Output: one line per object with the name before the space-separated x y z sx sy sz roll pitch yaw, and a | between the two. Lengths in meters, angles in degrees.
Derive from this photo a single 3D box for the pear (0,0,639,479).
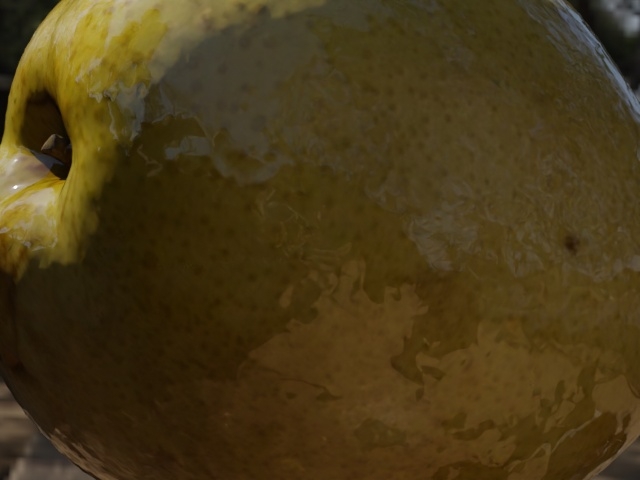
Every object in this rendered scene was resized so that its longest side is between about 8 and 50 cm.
pear | 0.000 0.000 0.869 0.314 0.314 0.314 4 3 0
